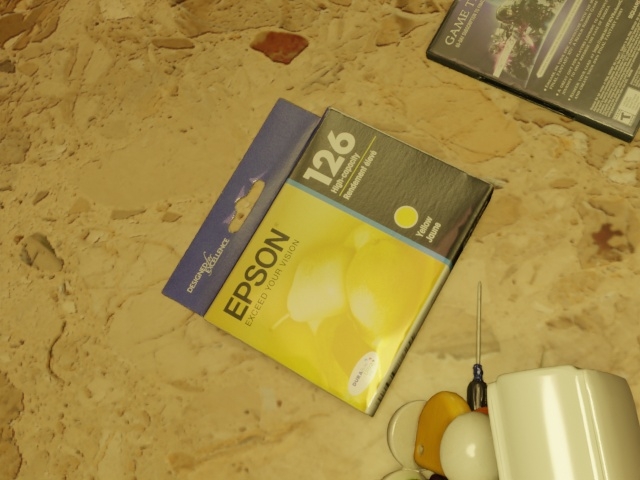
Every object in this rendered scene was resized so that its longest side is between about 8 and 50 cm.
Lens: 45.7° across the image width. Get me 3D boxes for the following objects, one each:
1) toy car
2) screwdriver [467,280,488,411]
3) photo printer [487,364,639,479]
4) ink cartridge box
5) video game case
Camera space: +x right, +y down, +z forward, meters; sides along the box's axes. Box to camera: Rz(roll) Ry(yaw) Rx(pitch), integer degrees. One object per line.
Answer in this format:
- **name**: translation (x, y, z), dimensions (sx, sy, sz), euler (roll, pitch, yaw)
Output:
- **toy car**: translation (0.145, 0.253, 0.784), dimensions (0.136, 0.159, 0.181), euler (18, 80, -22)
- **screwdriver**: translation (0.177, 0.127, 0.866), dimensions (0.025, 0.024, 0.169), euler (6, 72, -19)
- **photo printer**: translation (0.250, 0.276, 0.695), dimensions (0.107, 0.256, 0.307), euler (-14, 71, 26)
- **ink cartridge box**: translation (0.000, 0.000, 0.907), dimensions (0.307, 0.072, 0.303), euler (27, 81, 13)
- **video game case**: translation (0.299, -0.261, 0.952), dimensions (0.274, 0.026, 0.196), euler (27, 80, 16)
